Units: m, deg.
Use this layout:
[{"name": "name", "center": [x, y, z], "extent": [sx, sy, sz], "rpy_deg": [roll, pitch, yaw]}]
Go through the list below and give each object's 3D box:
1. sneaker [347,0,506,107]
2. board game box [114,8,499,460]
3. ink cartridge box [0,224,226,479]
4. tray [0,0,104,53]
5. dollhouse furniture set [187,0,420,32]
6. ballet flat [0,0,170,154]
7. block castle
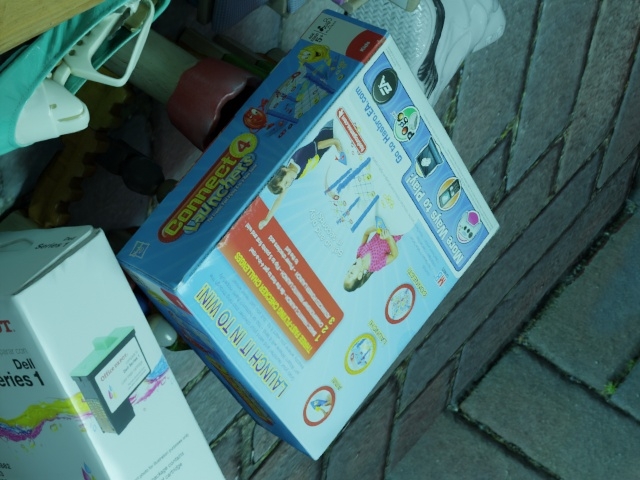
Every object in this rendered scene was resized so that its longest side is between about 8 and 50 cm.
[{"name": "sneaker", "center": [0.118, -0.199, 2.282], "extent": [0.210, 0.137, 0.365], "rpy_deg": [-38, 151, -38]}, {"name": "board game box", "center": [0.000, 0.000, 1.723], "extent": [0.302, 0.086, 0.308], "rpy_deg": [-50, 139, -14]}, {"name": "ink cartridge box", "center": [-0.234, 0.137, 1.662], "extent": [0.117, 0.201, 0.278], "rpy_deg": [-40, 114, -39]}, {"name": "tray", "center": [-0.244, -0.238, 1.411], "extent": [0.411, 0.076, 0.202], "rpy_deg": [-36, 153, -45]}, {"name": "dollhouse furniture set", "center": [0.016, -0.265, 1.823], "extent": [0.303, 0.198, 0.286], "rpy_deg": [-42, 156, -37]}, {"name": "ballet flat", "center": [-0.217, -0.147, 1.607], "extent": [0.247, 0.087, 0.083], "rpy_deg": [-52, 163, -12]}, {"name": "block castle", "center": [-0.099, -0.042, 1.881], "extent": [0.303, 0.213, 0.453], "rpy_deg": [-60, 162, 11]}]
